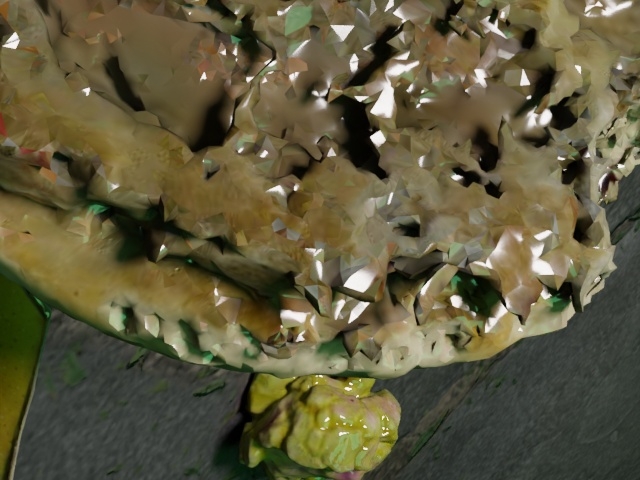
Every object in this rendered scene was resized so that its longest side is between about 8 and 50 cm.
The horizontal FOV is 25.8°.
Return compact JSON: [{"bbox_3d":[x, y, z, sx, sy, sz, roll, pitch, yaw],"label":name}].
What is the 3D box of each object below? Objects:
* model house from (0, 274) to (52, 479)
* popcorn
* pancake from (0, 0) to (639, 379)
[{"bbox_3d":[-0.195,0.017,0.565,0.136,0.207,0.219,-74,177,-58],"label":"model house"},{"bbox_3d":[0.001,0.127,0.959,0.097,0.109,0.089,136,-39,-78],"label":"popcorn"},{"bbox_3d":[0.001,-0.131,0.482,0.382,0.382,0.071,-42,177,-19],"label":"pancake"}]
